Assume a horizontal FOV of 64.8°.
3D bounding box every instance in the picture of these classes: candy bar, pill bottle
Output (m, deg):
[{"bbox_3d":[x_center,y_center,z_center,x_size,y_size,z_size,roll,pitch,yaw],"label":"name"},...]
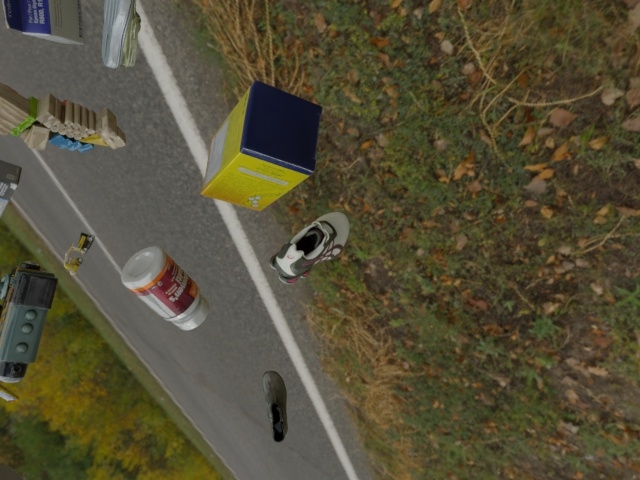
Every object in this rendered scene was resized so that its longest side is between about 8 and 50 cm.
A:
[{"bbox_3d":[-0.939,0.429,1.462,0.161,0.040,0.018,71,-173,-46],"label":"candy bar"},{"bbox_3d":[-0.377,0.125,1.253,0.121,0.121,0.221,18,152,41],"label":"pill bottle"}]

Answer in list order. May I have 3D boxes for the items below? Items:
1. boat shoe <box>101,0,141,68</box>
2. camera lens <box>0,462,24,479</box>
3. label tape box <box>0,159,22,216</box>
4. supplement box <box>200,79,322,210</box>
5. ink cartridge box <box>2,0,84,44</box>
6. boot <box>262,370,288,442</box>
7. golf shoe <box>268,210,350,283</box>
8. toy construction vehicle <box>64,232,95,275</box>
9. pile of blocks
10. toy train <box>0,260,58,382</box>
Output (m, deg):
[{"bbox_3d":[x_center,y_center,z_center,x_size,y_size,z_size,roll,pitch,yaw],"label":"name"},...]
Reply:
[{"bbox_3d":[-0.603,-0.671,1.548,0.109,0.094,0.302,54,134,23],"label":"boat shoe"},{"bbox_3d":[-0.823,0.657,1.117,0.219,0.274,0.219,30,173,4],"label":"camera lens"},{"bbox_3d":[-1.199,-0.192,1.639,0.334,0.105,0.241,21,127,-38],"label":"label tape box"},{"bbox_3d":[-0.168,-0.236,1.366,0.195,0.194,0.357,15,160,-26],"label":"supplement box"},{"bbox_3d":[-0.638,-0.637,1.164,0.330,0.072,0.323,-118,29,-71],"label":"ink cartridge box"},{"bbox_3d":[-0.152,0.572,1.763,0.161,0.084,0.246,101,158,-70],"label":"boot"},{"bbox_3d":[0.000,0.000,1.201,0.105,0.273,0.120,44,139,5],"label":"golf shoe"},{"bbox_3d":[-0.517,0.022,1.077,0.035,0.098,0.086,27,157,-20],"label":"toy construction vehicle"},{"bbox_3d":[-0.729,-0.332,1.388,0.149,0.362,0.112,-47,46,36],"label":"pile of blocks"},{"bbox_3d":[-0.829,0.222,1.388,0.142,0.333,0.190,19,168,-41],"label":"toy train"}]
